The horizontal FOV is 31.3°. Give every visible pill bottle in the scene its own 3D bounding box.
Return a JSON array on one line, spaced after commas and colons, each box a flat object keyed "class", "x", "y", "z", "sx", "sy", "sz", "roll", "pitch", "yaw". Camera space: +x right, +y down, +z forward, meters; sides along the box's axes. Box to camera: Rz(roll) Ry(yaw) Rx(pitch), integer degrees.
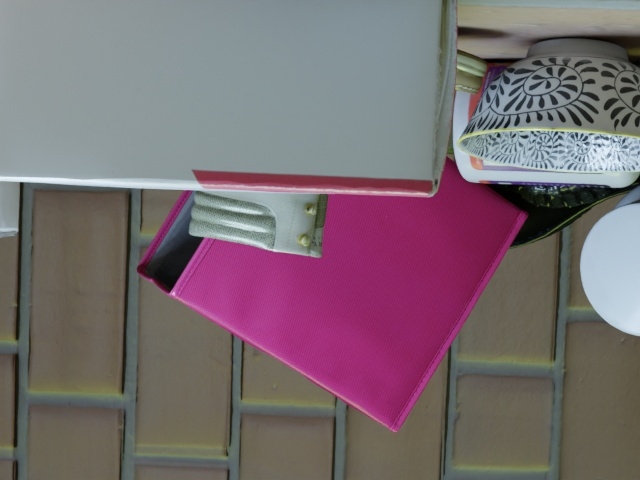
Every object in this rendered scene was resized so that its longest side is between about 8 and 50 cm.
[{"class": "pill bottle", "x": 0.219, "y": -0.100, "z": 0.978, "sx": 0.193, "sy": 0.108, "sz": 0.108, "roll": 4, "pitch": -177, "yaw": 22}, {"class": "pill bottle", "x": 0.405, "y": 0.014, "z": 1.205, "sx": 0.176, "sy": 0.176, "sz": 0.318, "roll": 5, "pitch": -172, "yaw": 39}]

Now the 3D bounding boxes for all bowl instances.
[{"class": "bowl", "x": 0.191, "y": -0.103, "z": 0.855, "sx": 0.170, "sy": 0.080, "sz": 0.170, "roll": 6, "pitch": 175, "yaw": 1}]

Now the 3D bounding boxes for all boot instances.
[{"class": "boot", "x": 0.218, "y": -0.077, "z": 1.244, "sx": 0.260, "sy": 0.131, "sz": 0.348, "roll": -9, "pitch": 166, "yaw": -47}, {"class": "boot", "x": 0.010, "y": -0.070, "z": 0.832, "sx": 0.213, "sy": 0.165, "sz": 0.077, "roll": 4, "pitch": -176, "yaw": 5}]

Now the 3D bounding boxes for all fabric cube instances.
[{"class": "fabric cube", "x": 0.000, "y": 0.000, "z": 1.159, "sx": 0.258, "sy": 0.254, "sz": 0.259, "roll": 32, "pitch": 175, "yaw": -16}]

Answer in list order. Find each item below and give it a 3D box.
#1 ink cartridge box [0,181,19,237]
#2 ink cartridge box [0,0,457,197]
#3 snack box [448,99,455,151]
[{"class": "ink cartridge box", "x": -0.324, "y": -0.084, "z": 0.795, "sx": 0.217, "sy": 0.159, "sz": 0.092, "roll": 3, "pitch": -178, "yaw": 9}, {"class": "ink cartridge box", "x": -0.059, "y": -0.086, "z": 0.620, "sx": 0.207, "sy": 0.117, "sz": 0.283, "roll": 1, "pitch": -177, "yaw": -7}, {"class": "snack box", "x": 0.230, "y": -0.147, "z": 1.509, "sx": 0.207, "sy": 0.070, "sz": 0.174, "roll": -1, "pitch": -177, "yaw": -25}]
